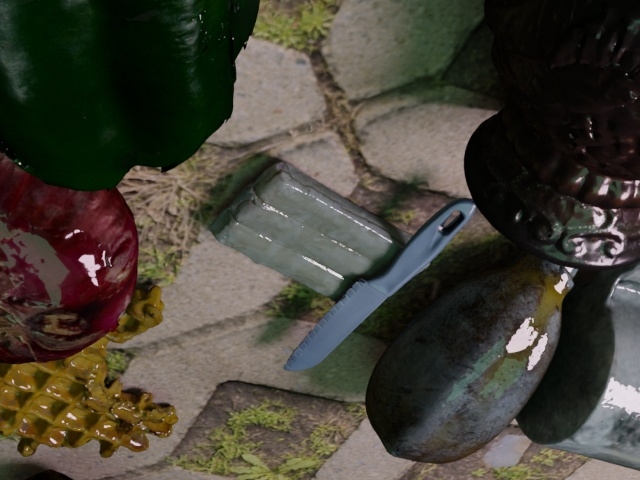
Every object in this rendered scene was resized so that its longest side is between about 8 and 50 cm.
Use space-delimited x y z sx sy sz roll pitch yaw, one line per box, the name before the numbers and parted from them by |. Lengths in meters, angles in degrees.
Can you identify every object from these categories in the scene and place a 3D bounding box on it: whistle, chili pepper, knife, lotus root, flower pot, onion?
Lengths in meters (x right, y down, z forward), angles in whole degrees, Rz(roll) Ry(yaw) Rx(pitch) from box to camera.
whistle | 0.363 0.097 0.930 0.168 0.188 0.404 18 117 -17
chili pepper | -0.164 -0.173 0.602 0.249 0.233 0.256 -2 138 1
knife | 0.054 0.056 0.912 0.044 0.019 0.313 30 123 -19
lotus root | 0.172 0.126 0.940 0.158 0.140 0.322 41 118 8
flower pot | 0.241 -0.127 0.671 0.267 0.266 0.267 2 142 -7
onion | -0.282 0.003 0.771 0.246 0.190 0.246 8 124 12

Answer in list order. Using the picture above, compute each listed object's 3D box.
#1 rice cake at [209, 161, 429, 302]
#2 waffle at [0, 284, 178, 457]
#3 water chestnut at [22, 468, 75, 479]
rice cake | 0.000 0.000 0.892 0.211 0.038 0.124 33 121 -30
waffle | -0.300 0.161 0.989 0.260 0.069 0.293 -4 131 -3
water chestnut | -0.334 0.411 1.138 0.224 0.238 0.223 28 142 25
